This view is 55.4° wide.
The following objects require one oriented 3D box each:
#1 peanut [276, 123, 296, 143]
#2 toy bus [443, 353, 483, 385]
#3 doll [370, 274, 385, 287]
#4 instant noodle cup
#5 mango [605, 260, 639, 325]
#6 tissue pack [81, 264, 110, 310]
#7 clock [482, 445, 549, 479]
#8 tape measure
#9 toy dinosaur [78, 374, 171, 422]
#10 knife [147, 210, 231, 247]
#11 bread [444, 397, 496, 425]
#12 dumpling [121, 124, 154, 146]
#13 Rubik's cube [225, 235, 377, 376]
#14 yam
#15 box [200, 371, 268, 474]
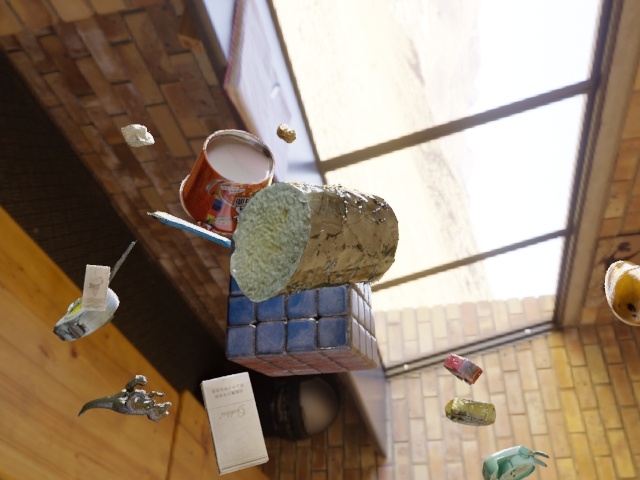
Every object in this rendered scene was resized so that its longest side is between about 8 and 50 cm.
[{"bbox_3d":[-0.102,-0.321,1.838,0.113,0.053,0.054,44,-29,56],"label":"peanut"},{"bbox_3d":[0.452,0.409,1.946,0.065,0.077,0.192,-53,180,-7],"label":"toy bus"},{"bbox_3d":[0.155,0.118,1.990,0.207,0.081,0.129,-44,161,-38],"label":"doll"},{"bbox_3d":[-0.245,-0.167,1.667,0.192,0.250,0.250,121,-23,-49],"label":"instant noodle cup"},{"bbox_3d":[0.602,0.102,1.175,0.178,0.090,0.115,-49,140,-83],"label":"mango"},{"bbox_3d":[-0.542,0.115,1.471,0.023,0.056,0.108,153,-59,-69],"label":"tissue pack"},{"bbox_3d":[0.406,0.468,1.271,0.101,0.135,0.041,76,-5,-45],"label":"clock"},{"bbox_3d":[-0.557,0.133,1.631,0.330,0.164,0.084,-53,123,-35],"label":"tape measure"},{"bbox_3d":[-0.460,0.417,1.459,0.187,0.179,0.087,39,8,-25],"label":"toy dinosaur"},{"bbox_3d":[-0.398,-0.035,1.875,0.044,0.296,0.026,-38,148,-66],"label":"knife"},{"bbox_3d":[0.464,0.536,1.896,0.117,0.156,0.064,77,20,-56],"label":"bread"},{"bbox_3d":[-0.415,-0.235,1.388,0.057,0.076,0.052,25,66,-56],"label":"dumpling"},{"bbox_3d":[-0.040,0.176,1.672,0.344,0.344,0.337,57,31,-66],"label":"Rubik's cube"},{"bbox_3d":[0.000,0.000,1.288,0.348,0.241,0.241,-2,84,-46],"label":"yam"},{"bbox_3d":[-0.190,0.396,1.333,0.029,0.109,0.198,-50,-128,58],"label":"box"}]
